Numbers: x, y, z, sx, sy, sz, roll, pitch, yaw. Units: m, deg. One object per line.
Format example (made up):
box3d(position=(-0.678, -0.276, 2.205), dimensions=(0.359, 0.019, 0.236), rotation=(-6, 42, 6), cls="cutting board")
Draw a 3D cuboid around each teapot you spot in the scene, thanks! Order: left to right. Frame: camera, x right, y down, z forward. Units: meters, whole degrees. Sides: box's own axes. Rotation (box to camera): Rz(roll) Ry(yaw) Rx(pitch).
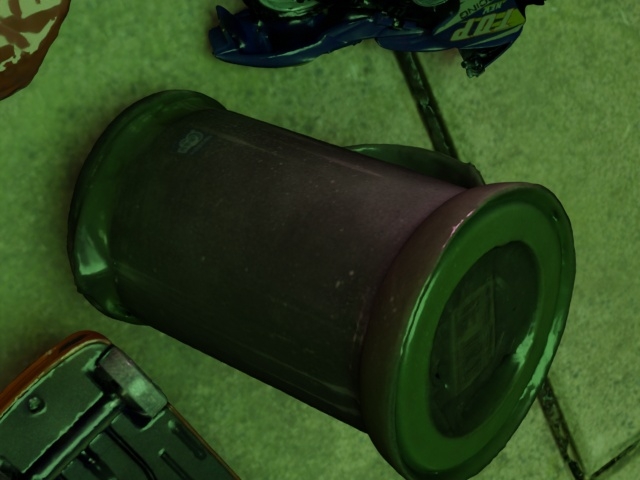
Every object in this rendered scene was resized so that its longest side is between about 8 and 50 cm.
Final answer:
box3d(position=(0.000, 0.000, 0.873), dimensions=(0.270, 0.337, 0.200), rotation=(-36, 133, -37), cls="teapot")

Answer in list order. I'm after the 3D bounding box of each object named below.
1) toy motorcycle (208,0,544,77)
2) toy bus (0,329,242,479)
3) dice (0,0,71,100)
box3d(position=(0.071, -0.192, 0.966), dimensions=(0.315, 0.113, 0.169), rotation=(-8, 147, -17), cls="toy motorcycle")
box3d(position=(-0.134, 0.207, 0.943), dimensions=(0.143, 0.153, 0.329), rotation=(-45, 119, -12), cls="toy bus")
box3d(position=(-0.257, -0.194, 0.775), dimensions=(0.175, 0.179, 0.174), rotation=(17, 93, -33), cls="dice")
